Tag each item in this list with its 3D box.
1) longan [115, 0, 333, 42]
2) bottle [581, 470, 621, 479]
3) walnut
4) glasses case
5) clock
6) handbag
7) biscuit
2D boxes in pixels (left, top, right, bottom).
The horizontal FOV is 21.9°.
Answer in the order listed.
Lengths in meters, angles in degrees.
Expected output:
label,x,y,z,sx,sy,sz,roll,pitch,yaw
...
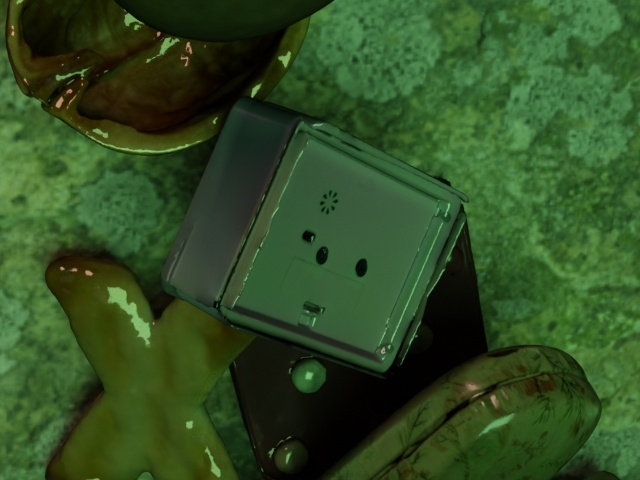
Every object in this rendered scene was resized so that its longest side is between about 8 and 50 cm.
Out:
label,x,y,z,sx,sy,sz,roll,pitch,yaw
longan,-0.043,-0.238,0.960,0.246,0.246,0.215,-35,105,0
bottle,0.160,0.299,1.380,0.253,0.120,0.120,-28,120,-5
walnut,-0.105,-0.141,1.097,0.211,0.087,0.167,-30,90,-13
glasses case,0.037,0.223,1.246,0.156,0.098,0.425,8,135,-48
clock,0.001,-0.001,1.099,0.193,0.073,0.145,24,90,-50
handbag,0.027,0.072,1.256,0.203,0.074,0.216,-17,118,-11
biscuit,-0.122,0.112,1.207,0.164,0.047,0.208,10,119,6
